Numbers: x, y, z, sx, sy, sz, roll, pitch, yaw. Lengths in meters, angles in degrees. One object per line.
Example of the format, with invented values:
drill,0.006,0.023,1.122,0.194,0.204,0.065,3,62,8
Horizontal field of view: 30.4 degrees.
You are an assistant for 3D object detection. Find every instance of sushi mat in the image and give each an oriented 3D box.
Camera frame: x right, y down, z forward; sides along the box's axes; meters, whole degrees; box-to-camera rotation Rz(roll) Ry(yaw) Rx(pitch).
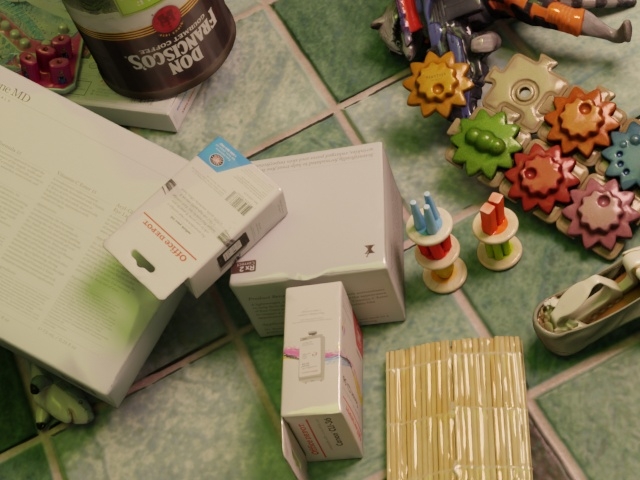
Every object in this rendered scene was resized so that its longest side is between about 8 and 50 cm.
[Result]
sushi mat,0.142,0.241,1.212,0.152,0.019,0.316,-8,53,13

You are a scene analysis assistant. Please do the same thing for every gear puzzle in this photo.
gear puzzle,0.243,-0.133,1.368,0.339,0.044,0.175,34,87,21

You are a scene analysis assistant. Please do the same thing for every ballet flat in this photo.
ballet flat,0.318,0.048,1.231,0.213,0.068,0.072,-34,44,13

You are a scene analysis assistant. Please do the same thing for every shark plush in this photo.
shark plush,-0.310,0.162,1.408,0.067,0.073,0.161,-6,30,-11

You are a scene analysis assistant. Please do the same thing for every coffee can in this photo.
coffee can,-0.246,-0.348,1.535,0.202,0.275,0.201,-8,53,11

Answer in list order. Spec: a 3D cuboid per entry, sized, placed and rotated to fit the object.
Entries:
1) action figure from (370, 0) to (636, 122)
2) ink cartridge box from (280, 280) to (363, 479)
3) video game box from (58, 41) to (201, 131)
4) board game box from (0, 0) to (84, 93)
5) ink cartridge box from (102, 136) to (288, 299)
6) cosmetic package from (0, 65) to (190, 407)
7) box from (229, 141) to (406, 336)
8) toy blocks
action figure,0.230,-0.272,1.506,0.330,0.178,0.341,-5,84,21
ink cartridge box,0.004,0.158,1.254,0.067,0.115,0.198,-7,55,12
video game box,-0.260,-0.246,1.669,0.205,0.048,0.187,10,61,23
board game box,-0.529,-0.385,1.712,0.390,0.050,0.389,4,54,-4
ink cartridge box,-0.136,-0.014,1.290,0.104,0.060,0.180,41,74,20
cosmetic package,-0.330,-0.020,1.371,0.377,0.097,0.284,27,75,7
box,0.000,0.000,1.366,0.181,0.119,0.181,-7,54,12
toy blocks,0.159,-0.014,1.308,0.123,0.148,0.054,-23,52,1
